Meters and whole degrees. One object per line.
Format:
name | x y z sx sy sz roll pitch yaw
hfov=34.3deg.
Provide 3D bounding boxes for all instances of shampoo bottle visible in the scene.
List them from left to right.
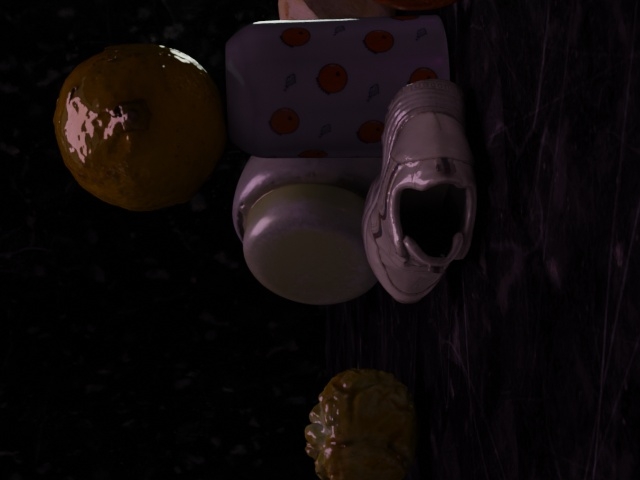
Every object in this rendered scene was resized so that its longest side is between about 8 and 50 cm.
shampoo bottle | -0.001 -0.066 1.943 0.322 0.322 0.317 92 -179 -48

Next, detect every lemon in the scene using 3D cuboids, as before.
lemon | -0.261 -0.163 1.512 0.310 0.254 0.253 -113 21 -84

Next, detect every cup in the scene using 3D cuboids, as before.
cup | 0.019 -0.227 1.551 0.212 0.317 0.212 178 90 -86

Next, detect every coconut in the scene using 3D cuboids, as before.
coconut | 0.028 -0.452 2.002 0.237 0.197 0.237 41 152 28

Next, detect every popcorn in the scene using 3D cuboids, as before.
popcorn | 0.079 0.336 1.827 0.184 0.204 0.221 -9 66 67

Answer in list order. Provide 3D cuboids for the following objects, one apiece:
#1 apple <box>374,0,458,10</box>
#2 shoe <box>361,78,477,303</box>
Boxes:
apple | 0.108 -0.350 1.100 0.196 0.196 0.196 178 90 -87
shoe | 0.129 -0.018 1.359 0.210 0.132 0.342 -92 6 -50
